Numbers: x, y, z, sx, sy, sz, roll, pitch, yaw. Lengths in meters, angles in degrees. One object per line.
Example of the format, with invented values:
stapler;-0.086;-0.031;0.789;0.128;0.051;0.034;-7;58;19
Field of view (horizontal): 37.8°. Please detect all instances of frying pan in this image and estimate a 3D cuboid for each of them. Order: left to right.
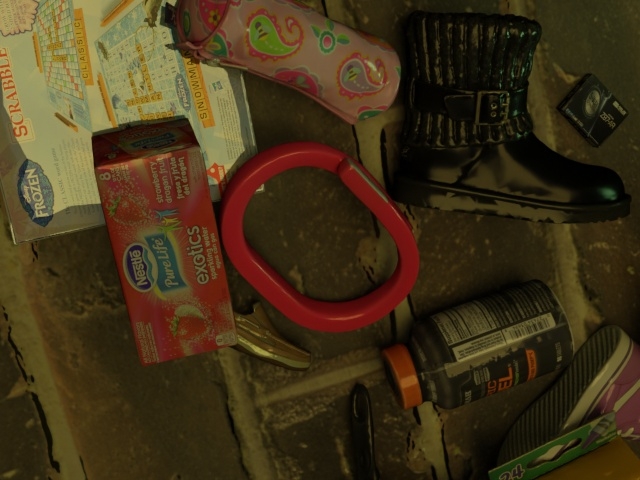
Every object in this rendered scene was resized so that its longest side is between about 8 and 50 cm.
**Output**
frying pan;0.049;0.388;1.326;0.197;0.053;0.326;-27;80;16

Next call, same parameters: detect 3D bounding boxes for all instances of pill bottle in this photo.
pill bottle;0.209;0.151;1.279;0.245;0.130;0.131;-19;104;-7

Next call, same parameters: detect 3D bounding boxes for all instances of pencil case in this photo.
pencil case;-0.037;-0.231;1.109;0.284;0.124;0.124;17;98;-39

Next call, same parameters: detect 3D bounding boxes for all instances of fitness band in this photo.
fitness band;0.000;0.000;1.202;0.209;0.054;0.291;-36;121;13

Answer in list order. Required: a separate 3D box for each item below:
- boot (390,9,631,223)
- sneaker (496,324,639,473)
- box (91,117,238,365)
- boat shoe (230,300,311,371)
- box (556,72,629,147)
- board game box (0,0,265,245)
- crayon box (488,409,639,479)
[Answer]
boot;0.266;-0.161;1.228;0.347;0.131;0.260;6;100;-13
sneaker;0.395;0.279;1.362;0.161;0.102;0.282;43;90;-19
box;-0.183;0.000;1.102;0.122;0.128;0.257;-13;115;-10
boat shoe;-0.092;0.115;1.243;0.189;0.068;0.072;23;84;-15
box;0.382;-0.181;1.307;0.083;0.018;0.067;42;91;-16
board game box;-0.253;-0.184;1.144;0.317;0.066;0.319;-12;104;-10
crayon box;0.368;0.413;1.333;0.203;0.083;0.323;-24;126;-6
